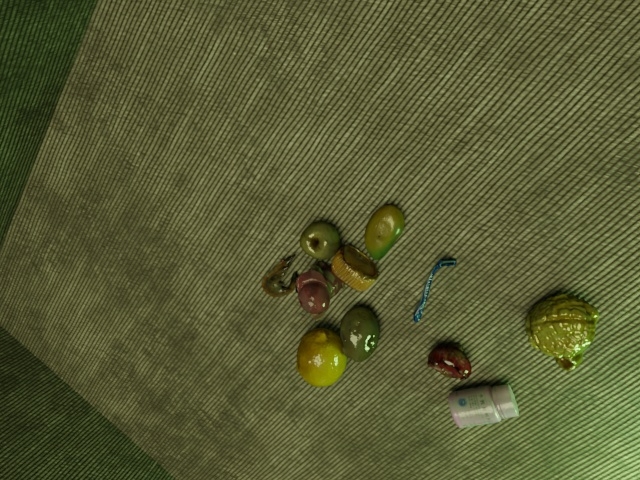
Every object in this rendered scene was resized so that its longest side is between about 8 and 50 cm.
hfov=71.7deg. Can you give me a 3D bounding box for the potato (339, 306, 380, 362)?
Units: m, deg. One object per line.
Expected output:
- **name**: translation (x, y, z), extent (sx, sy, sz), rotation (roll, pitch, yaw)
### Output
- **potato**: translation (0.167, 0.402, 1.905), extent (0.178, 0.160, 0.235), rotation (9, 82, -1)

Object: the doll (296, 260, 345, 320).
- **doll**: translation (-0.011, 0.201, 1.853), extent (0.152, 0.256, 0.196), rotation (-33, 96, 30)

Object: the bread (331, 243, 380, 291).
- **bread**: translation (0.136, 0.118, 1.815), extent (0.199, 0.199, 0.104), rotation (40, 116, 2)

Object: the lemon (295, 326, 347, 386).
- **lemon**: translation (0.005, 0.517, 1.971), extent (0.233, 0.233, 0.288), rotation (7, 114, 16)

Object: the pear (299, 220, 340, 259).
- **pear**: translation (0.000, 0.000, 1.847), extent (0.167, 0.136, 0.167), rotation (5, 107, 18)

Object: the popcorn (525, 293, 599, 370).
- **popcorn**: translation (0.889, 0.332, 1.660), extent (0.225, 0.174, 0.286), rotation (20, 125, 27)

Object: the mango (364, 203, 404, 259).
- **mango**: translation (0.246, -0.036, 1.780), extent (0.137, 0.091, 0.237), rotation (37, 115, 9)

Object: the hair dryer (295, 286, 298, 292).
- **hair dryer**: translation (-0.067, 0.211, 2.006), extent (0.083, 0.031, 0.079), rotation (23, 105, -6)

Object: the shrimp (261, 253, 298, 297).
- **shrimp**: translation (-0.167, 0.175, 2.004), extent (0.254, 0.059, 0.145), rotation (-40, 96, 26)

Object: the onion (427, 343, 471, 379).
- **onion**: translation (0.545, 0.499, 1.851), extent (0.184, 0.147, 0.184), rotation (26, 152, 15)

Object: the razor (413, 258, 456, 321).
- **razor**: translation (0.446, 0.201, 1.822), extent (0.056, 0.093, 0.324), rotation (49, 129, 43)

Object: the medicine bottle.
- **medicine bottle**: translation (0.680, 0.689, 1.856), extent (0.254, 0.152, 0.152), rotation (-22, 101, 24)
